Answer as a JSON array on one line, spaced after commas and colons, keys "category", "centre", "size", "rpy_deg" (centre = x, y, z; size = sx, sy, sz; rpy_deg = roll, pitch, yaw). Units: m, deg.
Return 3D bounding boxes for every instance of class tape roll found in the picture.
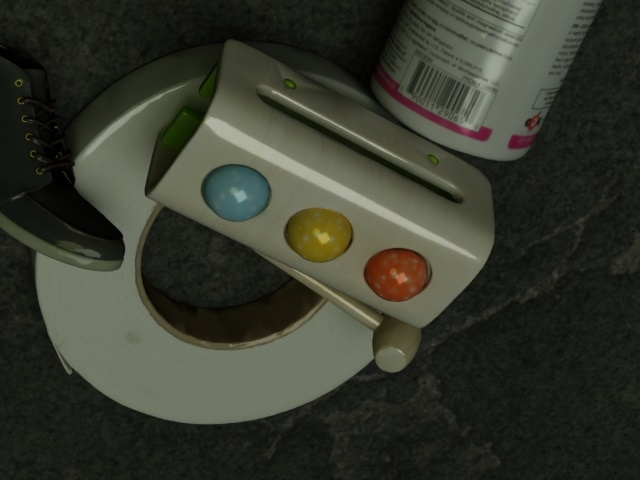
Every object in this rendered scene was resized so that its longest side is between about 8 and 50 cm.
[{"category": "tape roll", "centre": [-0.082, 0.001, 1.434], "size": [0.392, 0.072, 0.392], "rpy_deg": [-8, 122, -13]}]

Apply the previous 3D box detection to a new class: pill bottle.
[{"category": "pill bottle", "centre": [0.168, -0.227, 1.327], "size": [0.160, 0.160, 0.283], "rpy_deg": [14, 114, -25]}]

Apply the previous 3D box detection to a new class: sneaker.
[{"category": "sneaker", "centre": [-0.238, -0.073, 1.272], "size": [0.222, 0.083, 0.118], "rpy_deg": [36, 104, 13]}]

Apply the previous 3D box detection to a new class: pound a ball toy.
[{"category": "pound a ball toy", "centre": [0.000, 0.000, 1.306], "size": [0.319, 0.136, 0.208], "rpy_deg": [27, 127, -19]}]
